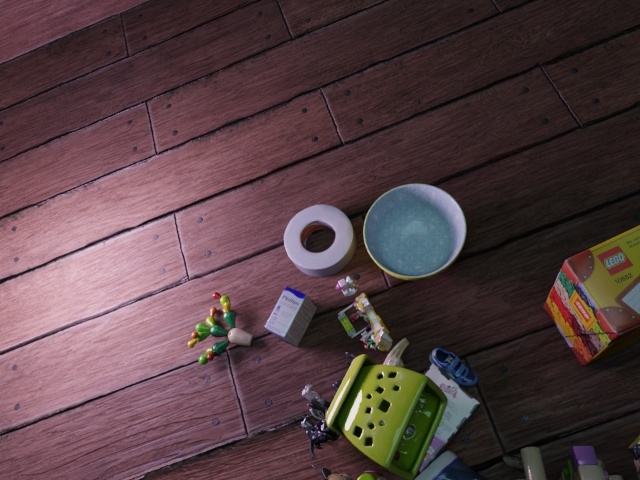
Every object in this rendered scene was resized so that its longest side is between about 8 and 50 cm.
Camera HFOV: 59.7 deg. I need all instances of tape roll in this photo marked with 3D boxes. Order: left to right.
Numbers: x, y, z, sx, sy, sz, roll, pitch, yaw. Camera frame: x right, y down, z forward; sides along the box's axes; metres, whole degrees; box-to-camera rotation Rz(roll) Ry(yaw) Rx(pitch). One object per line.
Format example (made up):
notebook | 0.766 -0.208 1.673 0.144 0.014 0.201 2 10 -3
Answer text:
tape roll | 0.000 0.000 1.737 0.219 0.072 0.219 -5 66 11

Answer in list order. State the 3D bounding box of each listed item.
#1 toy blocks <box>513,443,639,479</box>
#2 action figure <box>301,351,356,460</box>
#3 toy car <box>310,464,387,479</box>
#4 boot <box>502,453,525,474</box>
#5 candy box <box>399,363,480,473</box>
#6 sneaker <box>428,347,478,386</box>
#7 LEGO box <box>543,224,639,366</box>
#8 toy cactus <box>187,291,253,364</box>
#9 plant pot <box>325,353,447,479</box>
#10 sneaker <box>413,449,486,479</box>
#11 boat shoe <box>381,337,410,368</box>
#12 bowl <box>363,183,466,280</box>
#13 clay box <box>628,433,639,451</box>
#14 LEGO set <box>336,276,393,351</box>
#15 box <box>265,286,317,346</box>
toy blocks | 0.589 0.610 1.190 0.309 0.288 0.260 -5 49 9
action figure | 0.020 0.441 1.499 0.141 0.164 0.276 31 68 14
toy car | 0.065 0.624 1.417 0.188 0.155 0.149 25 75 35
boot | 0.495 0.546 1.354 0.106 0.114 0.037 12 71 18
candy box | 0.283 0.466 1.464 0.233 0.071 0.159 -46 62 -7
sneaker | 0.358 0.341 1.504 0.144 0.059 0.053 31 61 22
LEGO box | 0.831 0.082 1.330 0.500 0.372 0.193 -25 63 2
toy cactus | -0.292 0.272 1.684 0.180 0.112 0.219 14 62 9
plant pot | 0.154 0.420 1.361 0.207 0.228 0.227 19 71 33
sneaker | 0.289 0.694 1.331 0.323 0.130 0.236 -40 60 -11
boat shoe | 0.204 0.351 1.544 0.059 0.063 0.170 33 88 21
bowl | 0.276 -0.003 1.622 0.289 0.156 0.289 -5 66 11
clay box | 0.868 0.463 1.333 0.222 0.053 0.127 -44 65 -6
LEGO set | 0.117 0.240 1.571 0.107 0.132 0.287 -34 41 4
box | -0.084 0.224 1.630 0.072 0.126 0.137 22 73 23
